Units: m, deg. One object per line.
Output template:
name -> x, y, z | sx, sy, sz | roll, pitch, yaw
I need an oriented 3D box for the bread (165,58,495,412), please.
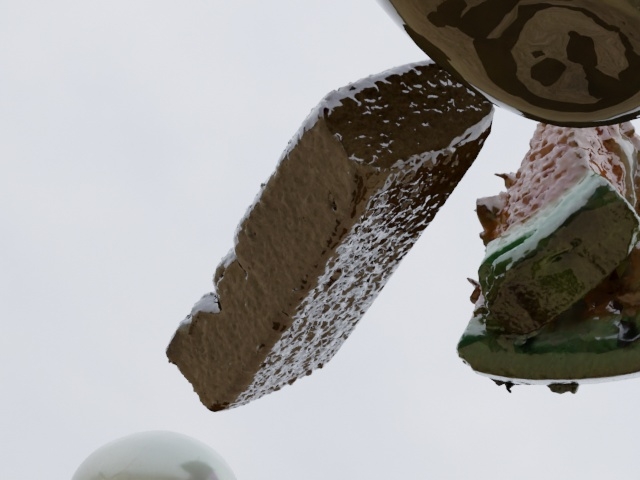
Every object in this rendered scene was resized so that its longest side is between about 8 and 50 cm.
bread -> 0.000, 0.000, 1.586 | 0.113, 0.165, 0.416 | 52, -38, 16

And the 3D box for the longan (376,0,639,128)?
longan -> 0.187, -0.229, 1.323 | 0.350, 0.288, 0.288 | 11, -24, -28

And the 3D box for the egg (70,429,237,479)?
egg -> -0.171, 0.270, 1.811 | 0.209, 0.151, 0.151 | -19, -56, 36

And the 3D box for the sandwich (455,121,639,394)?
sandwich -> 0.254, -0.015, 1.639 | 0.250, 0.301, 0.162 | 0, -24, 8
